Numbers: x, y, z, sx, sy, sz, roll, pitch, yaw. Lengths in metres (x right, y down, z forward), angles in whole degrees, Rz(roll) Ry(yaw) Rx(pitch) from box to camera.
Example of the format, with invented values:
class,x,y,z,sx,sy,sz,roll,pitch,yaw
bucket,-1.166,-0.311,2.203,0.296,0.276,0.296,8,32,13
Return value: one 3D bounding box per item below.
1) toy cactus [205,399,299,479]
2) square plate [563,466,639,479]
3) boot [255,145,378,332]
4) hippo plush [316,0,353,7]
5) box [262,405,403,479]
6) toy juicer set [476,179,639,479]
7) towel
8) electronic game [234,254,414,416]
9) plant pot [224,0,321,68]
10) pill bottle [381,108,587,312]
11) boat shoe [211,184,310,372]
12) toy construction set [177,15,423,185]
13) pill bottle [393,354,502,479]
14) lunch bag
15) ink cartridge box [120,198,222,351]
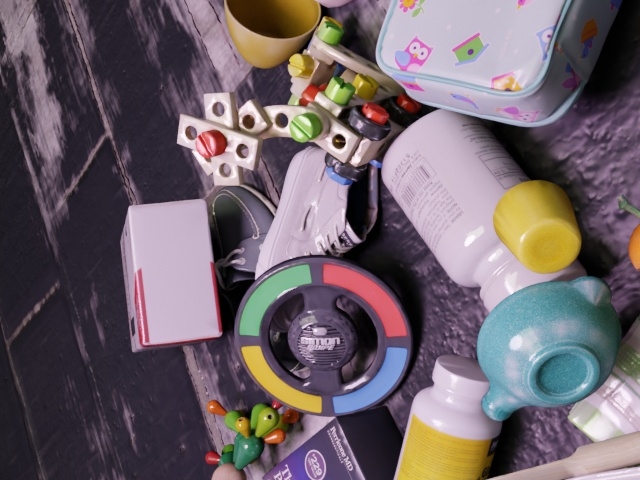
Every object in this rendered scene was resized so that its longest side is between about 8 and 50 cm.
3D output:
class,x,y,z,sx,sy,sz,roll,pitch,yaw
toy cactus,-0.121,0.305,1.172,0.219,0.112,0.180,-36,23,49
square plate,0.407,0.337,0.658,0.344,0.049,0.347,-23,74,33
boot,0.000,0.000,1.064,0.123,0.095,0.258,7,83,44
hippo plush,-0.037,-0.450,1.005,0.234,0.237,0.294,-44,61,43
box,0.055,0.372,1.027,0.184,0.103,0.261,-46,59,33
toy juicer set,0.251,0.102,0.759,0.089,0.209,0.328,-93,4,-63
towel,0.321,0.157,0.799,0.113,0.023,0.152,47,123,36
electronic game,0.003,0.125,1.031,0.229,0.048,0.229,3,112,8
plant pot,-0.075,-0.301,1.151,0.134,0.134,0.095,66,156,23
pill bottle,0.174,-0.023,0.872,0.131,0.131,0.229,-53,55,33
boat shoe,-0.100,0.046,1.185,0.116,0.099,0.319,-44,60,38
toy construction set,-0.003,-0.159,0.955,0.215,0.328,0.151,37,133,14
pill bottle,0.147,0.229,0.924,0.103,0.103,0.184,25,108,44
lunch bag,0.187,-0.265,0.825,0.224,0.108,0.279,19,86,40
ink cartridge box,-0.234,0.063,1.239,0.273,0.114,0.196,147,116,-72
